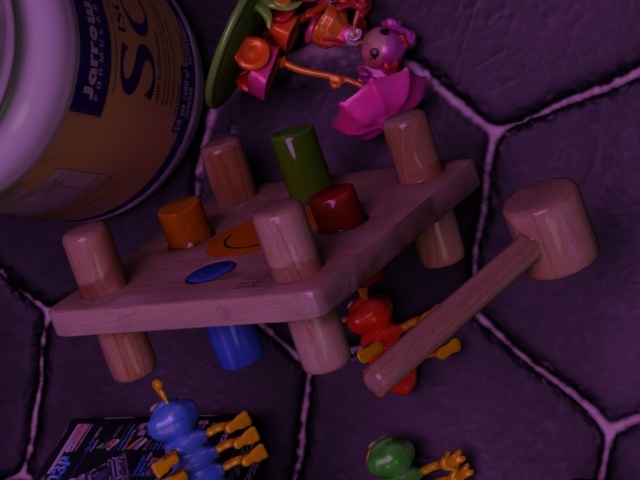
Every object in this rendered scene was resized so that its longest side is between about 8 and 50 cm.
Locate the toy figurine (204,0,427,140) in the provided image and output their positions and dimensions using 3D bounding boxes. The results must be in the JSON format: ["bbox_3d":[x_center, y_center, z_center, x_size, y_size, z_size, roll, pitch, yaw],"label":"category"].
[{"bbox_3d":[0.015,-0.154,1.390,0.159,0.130,0.173,25,72,6],"label":"toy figurine"}]

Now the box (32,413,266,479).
[{"bbox_3d":[-0.159,0.223,1.372,0.175,0.220,0.051,-4,119,20],"label":"box"}]

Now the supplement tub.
[{"bbox_3d":[-0.262,-0.138,1.358,0.241,0.331,0.241,-1,88,21],"label":"supplement tub"}]

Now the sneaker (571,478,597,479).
[{"bbox_3d":[0.286,0.305,1.246,0.314,0.116,0.136,34,105,35],"label":"sneaker"}]

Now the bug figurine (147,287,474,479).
[{"bbox_3d":[-0.004,0.165,1.337,0.072,0.279,0.216,-13,101,62],"label":"bug figurine"}]

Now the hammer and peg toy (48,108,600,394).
[{"bbox_3d":[0.000,0.000,1.255,0.361,0.266,0.127,-5,110,36],"label":"hammer and peg toy"}]
